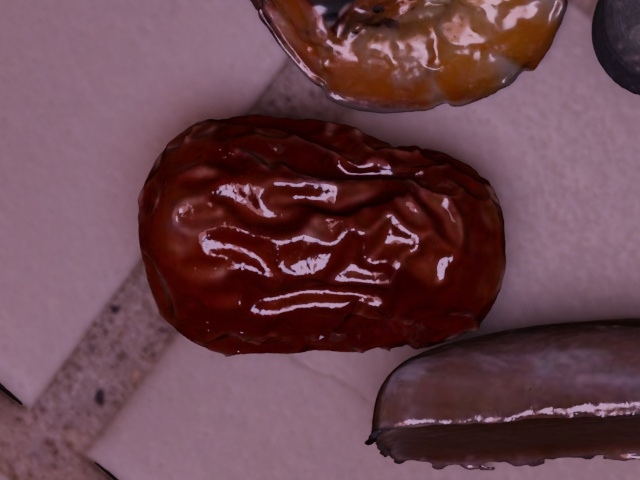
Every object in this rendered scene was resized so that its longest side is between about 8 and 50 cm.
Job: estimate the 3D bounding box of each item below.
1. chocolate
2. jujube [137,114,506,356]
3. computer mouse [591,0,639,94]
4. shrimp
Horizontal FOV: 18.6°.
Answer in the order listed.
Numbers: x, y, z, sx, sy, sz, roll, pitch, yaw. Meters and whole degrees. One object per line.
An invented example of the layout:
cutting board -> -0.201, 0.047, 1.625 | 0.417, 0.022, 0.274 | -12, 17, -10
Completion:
chocolate -> 0.159, 0.091, 1.240 | 0.261, 0.161, 0.083 | -5, 73, 5
jujube -> 0.000, 0.000, 1.237 | 0.230, 0.155, 0.155 | 3, 102, 0
computer mouse -> 0.256, -0.181, 1.200 | 0.113, 0.068, 0.229 | 42, 93, 14
shrimp -> 0.001, -0.167, 1.244 | 0.317, 0.062, 0.164 | 9, 105, 4
